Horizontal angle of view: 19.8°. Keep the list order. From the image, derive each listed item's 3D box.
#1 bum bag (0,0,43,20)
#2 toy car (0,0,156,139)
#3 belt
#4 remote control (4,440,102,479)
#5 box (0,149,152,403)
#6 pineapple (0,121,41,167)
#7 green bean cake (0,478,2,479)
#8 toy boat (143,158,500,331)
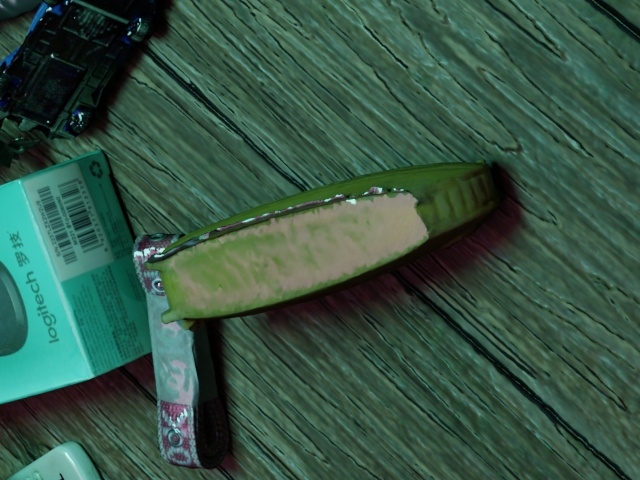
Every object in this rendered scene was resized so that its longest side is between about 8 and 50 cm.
[{"bbox_3d":[-0.341,-0.244,1.731,0.310,0.074,0.137,-25,80,40],"label":"bum bag"},{"bbox_3d":[-0.223,-0.179,1.651,0.216,0.103,0.063,-52,28,35],"label":"toy car"},{"bbox_3d":[-0.127,0.100,1.683,0.053,0.071,0.232,4,111,31],"label":"belt"},{"bbox_3d":[-0.289,0.275,1.894,0.190,0.029,0.087,-32,84,40],"label":"remote control"},{"bbox_3d":[-0.313,0.054,1.780,0.311,0.118,0.205,-16,93,41],"label":"box"},{"bbox_3d":[-0.387,-0.085,1.775,0.251,0.125,0.125,3,107,44],"label":"pineapple"},{"bbox_3d":[-0.319,0.377,1.861,0.255,0.132,0.241,29,128,10],"label":"green bean cake"},{"bbox_3d":[0.000,0.000,1.511,0.321,0.121,0.089,-18,93,27],"label":"toy boat"}]
